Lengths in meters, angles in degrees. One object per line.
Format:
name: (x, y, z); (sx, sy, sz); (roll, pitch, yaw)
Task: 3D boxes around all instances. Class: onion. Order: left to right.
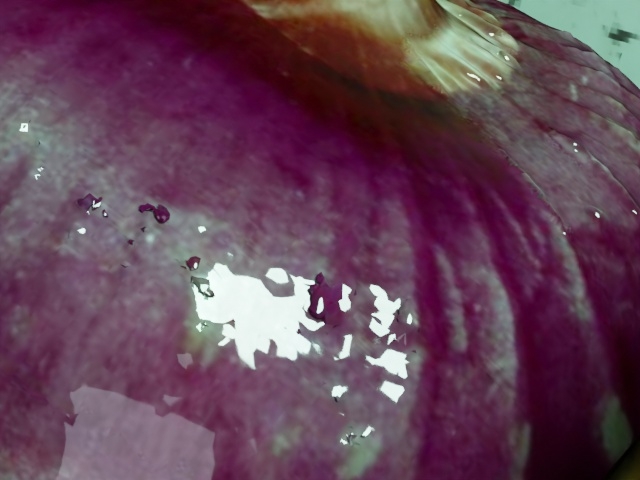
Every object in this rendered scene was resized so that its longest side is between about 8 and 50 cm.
onion: (-0.003, 0.028, 0.532); (0.230, 0.256, 0.272); (32, 149, 13)

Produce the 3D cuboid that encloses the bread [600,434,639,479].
bread: (0.202, 0.086, 0.458); (0.143, 0.333, 0.323); (53, 123, 32)
